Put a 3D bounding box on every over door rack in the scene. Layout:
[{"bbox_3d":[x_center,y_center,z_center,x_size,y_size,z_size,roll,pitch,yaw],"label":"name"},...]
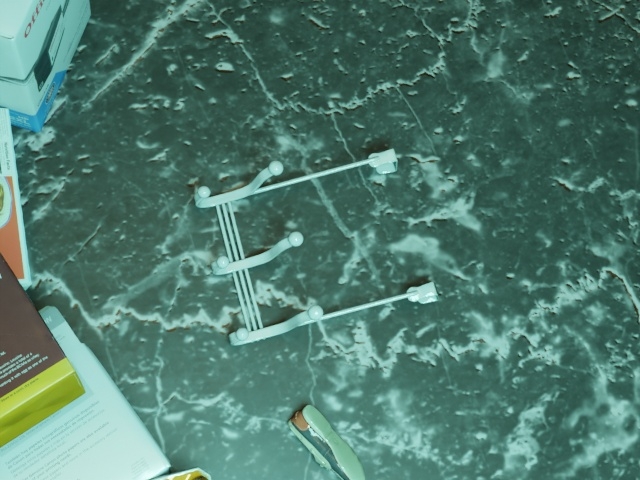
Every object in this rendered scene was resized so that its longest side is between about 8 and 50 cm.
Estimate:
[{"bbox_3d":[0.000,0.000,1.514,0.324,0.108,0.239,-12,77,-13],"label":"over door rack"}]

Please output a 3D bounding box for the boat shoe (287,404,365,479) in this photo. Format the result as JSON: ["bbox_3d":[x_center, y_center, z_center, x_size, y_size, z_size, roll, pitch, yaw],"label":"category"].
[{"bbox_3d":[0.009,0.295,1.463,0.043,0.049,0.137,-42,85,25],"label":"boat shoe"}]

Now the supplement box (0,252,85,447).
[{"bbox_3d":[-0.416,0.141,1.234,0.191,0.129,0.194,-33,77,-16],"label":"supplement box"}]

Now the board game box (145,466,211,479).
[{"bbox_3d":[-0.278,0.510,1.236,0.390,0.050,0.390,-12,90,-19],"label":"board game box"}]

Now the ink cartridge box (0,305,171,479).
[{"bbox_3d":[-0.394,0.283,1.348,0.309,0.130,0.272,-33,77,-17],"label":"ink cartridge box"}]

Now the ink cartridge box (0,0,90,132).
[{"bbox_3d":[-0.419,-0.317,1.430,0.129,0.307,0.223,20,72,-3],"label":"ink cartridge box"}]

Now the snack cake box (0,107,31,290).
[{"bbox_3d":[-0.497,-0.049,1.430,0.152,0.089,0.264,-2,72,-31],"label":"snack cake box"}]
